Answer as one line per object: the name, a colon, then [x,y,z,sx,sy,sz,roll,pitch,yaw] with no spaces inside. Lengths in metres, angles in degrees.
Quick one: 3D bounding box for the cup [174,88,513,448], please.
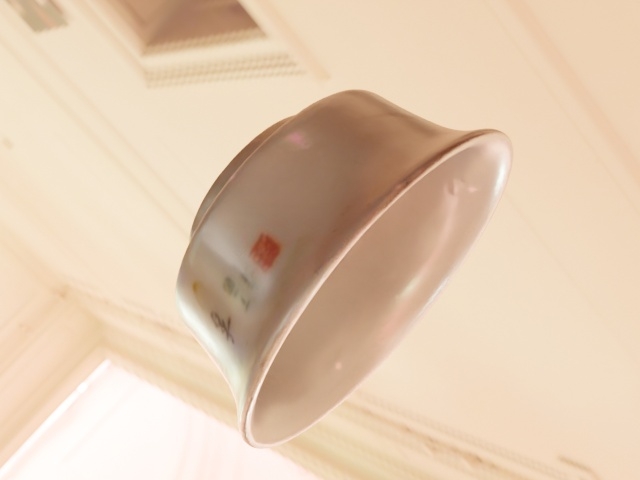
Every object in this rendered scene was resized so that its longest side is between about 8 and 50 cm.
cup: [0.000,0.000,1.110,0.347,0.163,0.347,-43,160,-19]
